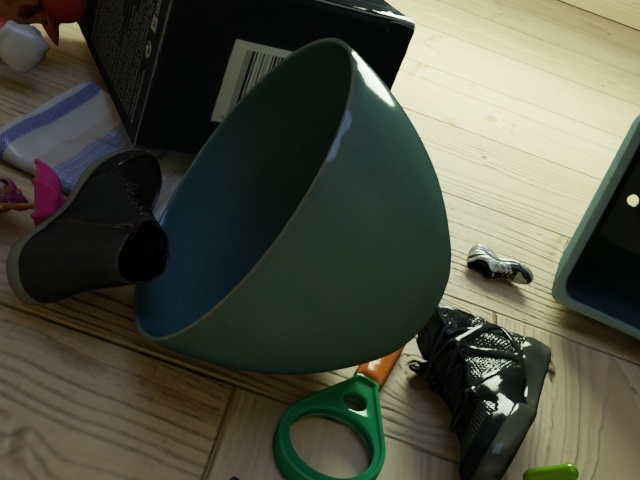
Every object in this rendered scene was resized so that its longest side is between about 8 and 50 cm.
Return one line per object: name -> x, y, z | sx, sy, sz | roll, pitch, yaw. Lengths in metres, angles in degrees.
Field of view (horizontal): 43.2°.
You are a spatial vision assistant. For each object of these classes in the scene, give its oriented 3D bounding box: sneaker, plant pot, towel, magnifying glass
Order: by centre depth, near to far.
plant pot -> 0.000, 0.000, 0.711 | 0.195, 0.290, 0.290 | 34, 25, -26
magnifying glass -> 0.032, 0.143, 0.719 | 0.092, 0.026, 0.231 | 27, 34, 10
sneaker -> 0.129, 0.136, 0.728 | 0.130, 0.087, 0.227 | 25, 29, 9
sneaker -> -0.171, -0.017, 0.736 | 0.118, 0.083, 0.222 | -4, 33, 22
towel -> -0.201, -0.091, 0.922 | 0.284, 0.034, 0.209 | 25, 33, 6
sneaker -> 0.215, 0.038, 0.979 | 0.083, 0.032, 0.037 | 24, 45, 14
plant pot -> 0.448, -0.014, 1.002 | 0.247, 0.248, 0.252 | 26, 16, 8

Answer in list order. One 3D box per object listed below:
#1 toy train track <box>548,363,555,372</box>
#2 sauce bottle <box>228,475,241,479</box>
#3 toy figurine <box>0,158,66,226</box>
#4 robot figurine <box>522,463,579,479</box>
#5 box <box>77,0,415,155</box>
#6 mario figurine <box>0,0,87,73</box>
toy train track -> 0.227, 0.133, 0.853 | 0.048, 0.014, 0.083 | 24, 33, 5
sauce bottle -> -0.019, 0.213, 0.563 | 0.128, 0.042, 0.042 | 33, 34, 16
toy figurine -> -0.314, -0.035, 0.732 | 0.173, 0.130, 0.159 | 14, 8, 38
robot figurine -> 0.189, 0.230, 0.635 | 0.115, 0.067, 0.101 | 5, 65, -26
box -> -0.119, -0.278, 1.038 | 0.293, 0.212, 0.395 | 5, 30, -31
mario figurine -> -0.451, -0.272, 1.005 | 0.320, 0.170, 0.198 | -13, 81, -28
